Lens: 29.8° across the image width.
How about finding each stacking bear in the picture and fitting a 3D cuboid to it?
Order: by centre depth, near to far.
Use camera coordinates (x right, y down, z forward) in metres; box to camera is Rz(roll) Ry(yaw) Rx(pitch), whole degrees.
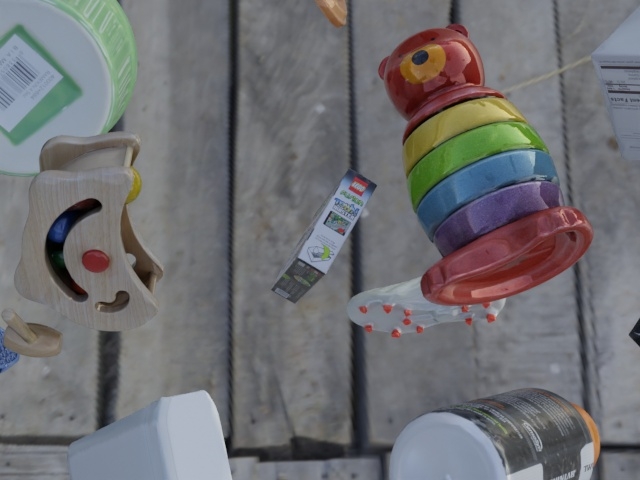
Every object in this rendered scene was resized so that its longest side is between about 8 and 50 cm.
[{"bbox_3d":[0.152,-0.093,1.256,0.175,0.164,0.289,-27,69,17],"label":"stacking bear"}]

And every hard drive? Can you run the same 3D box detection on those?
[{"bbox_3d":[-0.108,0.219,0.798,0.040,0.307,0.203,-9,80,-23],"label":"hard drive"}]

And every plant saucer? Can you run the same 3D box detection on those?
[{"bbox_3d":[-0.001,-0.208,0.952,0.013,0.083,0.083,-27,88,15],"label":"plant saucer"}]

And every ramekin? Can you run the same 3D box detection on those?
[{"bbox_3d":[-0.415,-0.237,1.694,0.303,0.148,0.303,-1,115,-3],"label":"ramekin"}]

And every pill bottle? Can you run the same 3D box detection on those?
[{"bbox_3d":[0.186,0.216,1.189,0.246,0.130,0.130,-3,77,-52],"label":"pill bottle"}]

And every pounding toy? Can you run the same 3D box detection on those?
[{"bbox_3d":[-0.238,0.033,1.246,0.154,0.269,0.155,12,37,-10],"label":"pounding toy"}]

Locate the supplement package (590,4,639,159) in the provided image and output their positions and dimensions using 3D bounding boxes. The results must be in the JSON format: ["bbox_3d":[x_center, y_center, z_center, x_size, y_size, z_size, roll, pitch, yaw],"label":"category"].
[{"bbox_3d":[0.468,-0.190,1.293,0.204,0.262,0.145,-43,124,-30],"label":"supplement package"}]

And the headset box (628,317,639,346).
[{"bbox_3d":[0.406,0.094,0.907,0.110,0.218,0.293,-20,56,-32],"label":"headset box"}]

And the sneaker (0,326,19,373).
[{"bbox_3d":[-0.496,0.157,1.550,0.232,0.090,0.081,5,53,-60],"label":"sneaker"}]

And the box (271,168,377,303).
[{"bbox_3d":[0.000,0.000,1.333,0.036,0.207,0.114,31,75,-2],"label":"box"}]

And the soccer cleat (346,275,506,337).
[{"bbox_3d":[0.131,0.071,1.483,0.196,0.068,0.076,-6,43,12],"label":"soccer cleat"}]
